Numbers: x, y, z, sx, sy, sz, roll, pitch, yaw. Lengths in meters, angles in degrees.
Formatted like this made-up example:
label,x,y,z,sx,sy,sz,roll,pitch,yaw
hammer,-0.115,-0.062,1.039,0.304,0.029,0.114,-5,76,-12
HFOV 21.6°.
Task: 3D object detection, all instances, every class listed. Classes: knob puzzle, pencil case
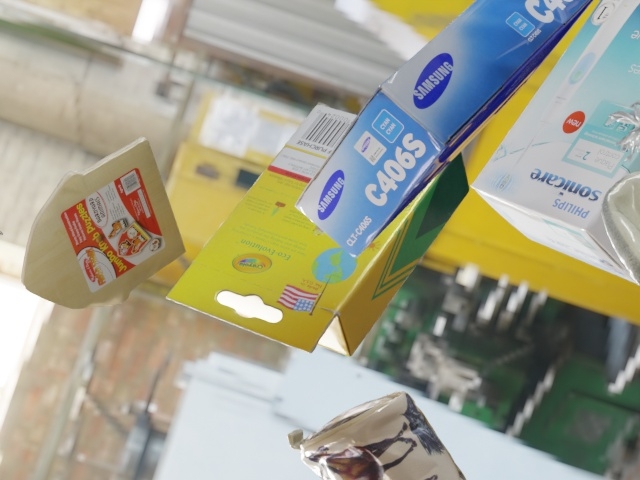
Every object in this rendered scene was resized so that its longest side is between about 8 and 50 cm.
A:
label,x,y,z,sx,sy,sz,roll,pitch,yaw
knob puzzle,-0.257,-0.005,1.886,0.030,0.213,0.213,36,114,43
pencil case,0.129,0.383,2.155,0.183,0.410,0.160,-31,3,6

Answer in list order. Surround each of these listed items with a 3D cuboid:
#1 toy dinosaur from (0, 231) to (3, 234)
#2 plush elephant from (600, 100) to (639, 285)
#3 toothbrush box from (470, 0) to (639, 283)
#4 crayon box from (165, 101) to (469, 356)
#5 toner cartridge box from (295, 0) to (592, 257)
label,x,y,z,sx,sy,sz,roll,pitch,yaw
toy dinosaur,-0.433,-0.064,1.972,0.121,0.313,0.160,-37,-43,-33
plush elephant,0.378,-0.039,1.377,0.330,0.272,0.255,-27,60,48
toothbrush box,0.347,-0.123,1.908,0.295,0.126,0.216,-55,34,-5
crayon box,0.000,0.000,1.868,0.318,0.202,0.081,-52,-35,-29
toner cartridge box,0.124,-0.137,1.498,0.348,0.075,0.165,-44,-7,-46
